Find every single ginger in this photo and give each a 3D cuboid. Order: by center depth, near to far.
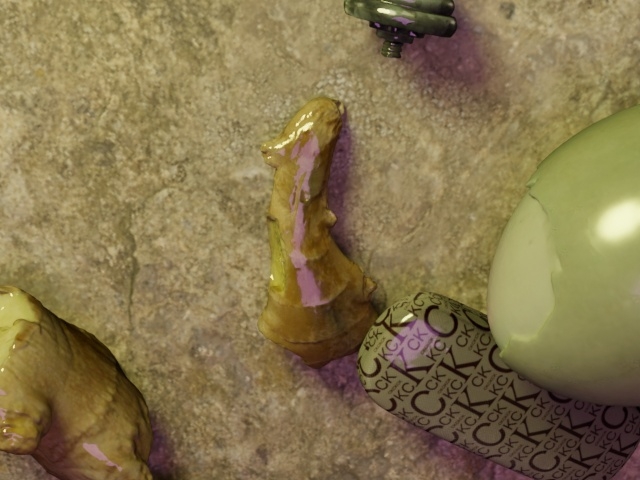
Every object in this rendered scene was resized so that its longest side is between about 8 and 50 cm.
[{"bbox_3d":[-0.275,0.166,1.165,0.130,0.221,0.276,-41,100,3],"label":"ginger"},{"bbox_3d":[0.000,0.000,1.177,0.131,0.086,0.295,1,107,1],"label":"ginger"}]

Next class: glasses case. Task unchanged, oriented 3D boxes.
[{"bbox_3d":[0.201,0.168,1.232,0.354,0.085,0.137,26,107,-23],"label":"glasses case"}]

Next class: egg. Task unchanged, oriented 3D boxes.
[{"bbox_3d":[0.314,0.017,1.092,0.336,0.278,0.278,-26,111,5],"label":"egg"}]

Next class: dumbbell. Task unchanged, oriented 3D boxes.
[{"bbox_3d":[0.094,-0.296,1.057,0.110,0.110,0.255,11,104,-7],"label":"dumbbell"}]
